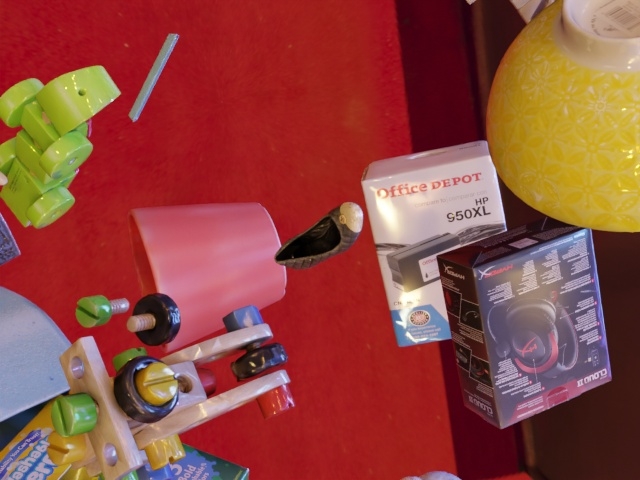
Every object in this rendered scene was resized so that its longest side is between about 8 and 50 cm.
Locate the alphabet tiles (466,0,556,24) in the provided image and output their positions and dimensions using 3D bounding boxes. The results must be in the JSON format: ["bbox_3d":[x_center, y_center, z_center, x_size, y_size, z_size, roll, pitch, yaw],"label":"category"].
[{"bbox_3d":[0.223,-0.359,0.935,0.198,0.009,0.237,-38,102,9],"label":"alphabet tiles"}]

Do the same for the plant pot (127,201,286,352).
[{"bbox_3d":[-0.210,0.046,1.566,0.243,0.275,0.275,-15,101,-18],"label":"plant pot"}]

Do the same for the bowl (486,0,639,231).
[{"bbox_3d":[0.293,-0.167,0.793,0.289,0.289,0.156,-27,138,-2],"label":"bowl"}]

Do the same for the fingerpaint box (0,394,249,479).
[{"bbox_3d":[-0.369,0.476,1.256,0.371,0.445,0.163,18,124,15],"label":"fingerpaint box"}]

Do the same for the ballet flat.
[{"bbox_3d":[0.000,0.000,1.140,0.049,0.173,0.057,-8,70,-41],"label":"ballet flat"}]

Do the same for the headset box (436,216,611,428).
[{"bbox_3d":[0.320,0.136,1.300,0.218,0.110,0.293,-19,106,-19],"label":"headset box"}]

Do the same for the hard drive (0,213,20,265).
[{"bbox_3d":[-0.769,-0.041,1.759,0.172,0.054,0.254,-34,111,-22],"label":"hard drive"}]

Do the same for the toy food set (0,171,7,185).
[{"bbox_3d":[-0.485,-0.045,1.008,0.132,0.038,0.192,40,74,-11],"label":"toy food set"}]

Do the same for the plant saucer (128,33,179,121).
[{"bbox_3d":[-0.333,-0.326,1.663,0.018,0.067,0.192,26,98,-10],"label":"plant saucer"}]

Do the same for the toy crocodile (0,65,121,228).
[{"bbox_3d":[-0.353,-0.115,1.091,0.115,0.340,0.105,49,53,3],"label":"toy crocodile"}]

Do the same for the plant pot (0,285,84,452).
[{"bbox_3d":[-0.575,0.228,1.437,0.248,0.247,0.252,-22,70,-38],"label":"plant pot"}]

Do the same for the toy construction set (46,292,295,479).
[{"bbox_3d":[-0.179,0.208,0.810,0.257,0.237,0.308,-6,90,31],"label":"toy construction set"}]

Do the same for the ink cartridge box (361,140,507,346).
[{"bbox_3d":[0.269,0.007,1.849,0.286,0.166,0.394,-11,105,11],"label":"ink cartridge box"}]

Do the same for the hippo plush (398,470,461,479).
[{"bbox_3d":[0.164,0.452,1.168,0.234,0.236,0.294,3,93,37],"label":"hippo plush"}]
